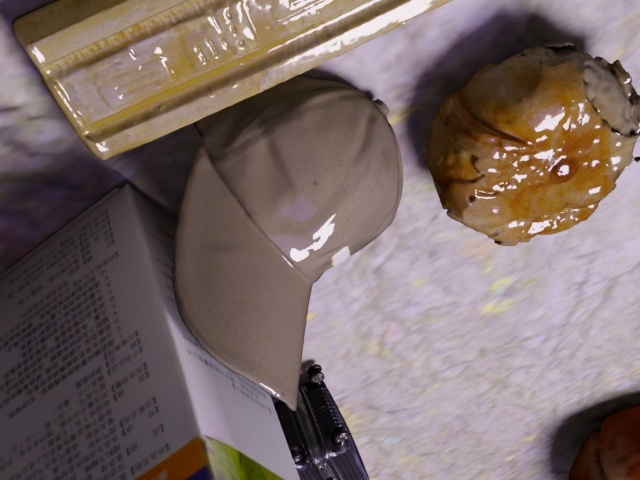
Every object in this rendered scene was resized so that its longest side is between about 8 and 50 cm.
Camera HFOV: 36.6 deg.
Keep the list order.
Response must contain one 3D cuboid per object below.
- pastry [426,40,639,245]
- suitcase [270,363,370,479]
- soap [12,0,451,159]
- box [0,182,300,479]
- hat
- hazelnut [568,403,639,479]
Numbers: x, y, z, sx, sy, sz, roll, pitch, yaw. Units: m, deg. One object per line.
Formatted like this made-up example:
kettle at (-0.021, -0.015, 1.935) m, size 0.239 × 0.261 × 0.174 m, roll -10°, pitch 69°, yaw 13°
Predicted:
pastry at (0.143, -0.064, 0.656) m, size 0.153 × 0.081 × 0.153 m, roll -11°, pitch 145°, yaw -8°
suitcase at (0.001, 0.176, 0.825) m, size 0.059 × 0.086 × 0.126 m, roll -24°, pitch 138°, yaw 0°
soap at (-0.035, -0.131, 0.532) m, size 0.252 × 0.037 × 0.092 m, roll -26°, pitch 138°, yaw 0°
box at (-0.128, 0.136, 0.558) m, size 0.200 × 0.299 × 0.106 m, roll -36°, pitch 137°, yaw 11°
hat at (0.000, 0.000, 0.586) m, size 0.144 × 0.173 × 0.166 m, roll -31°, pitch 141°, yaw 12°
hazelnut at (0.352, 0.265, 1.018) m, size 0.208 × 0.208 × 0.208 m, roll -14°, pitch 137°, yaw -13°
